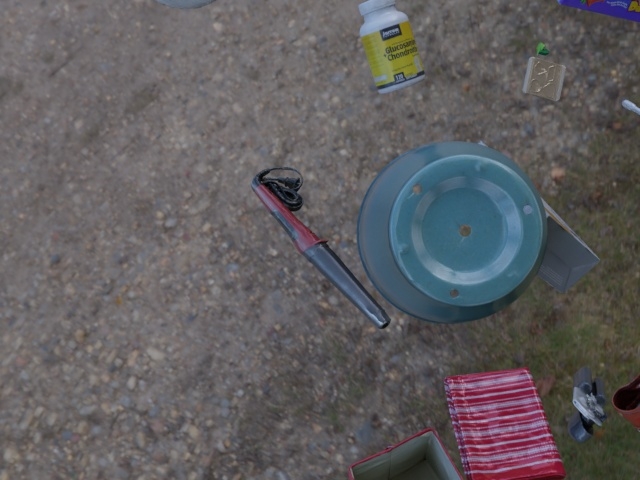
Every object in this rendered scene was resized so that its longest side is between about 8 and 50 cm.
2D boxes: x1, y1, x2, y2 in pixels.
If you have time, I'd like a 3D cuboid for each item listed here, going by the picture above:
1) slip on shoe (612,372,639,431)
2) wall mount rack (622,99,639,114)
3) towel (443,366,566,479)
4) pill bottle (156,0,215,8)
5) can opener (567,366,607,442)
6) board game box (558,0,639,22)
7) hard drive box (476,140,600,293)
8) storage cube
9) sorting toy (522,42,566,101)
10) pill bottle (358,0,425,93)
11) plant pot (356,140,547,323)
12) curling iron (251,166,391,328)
[{"bbox_3d":[0.653,0.240,1.411,0.101,0.331,0.123,26,43,-2],"label":"slip on shoe"},{"bbox_3d":[0.863,-0.205,1.833,0.350,0.130,0.304,6,69,-27],"label":"wall mount rack"},{"bbox_3d":[0.378,0.385,1.619,0.198,0.031,0.275,-6,44,-1],"label":"towel"},{"bbox_3d":[-0.183,-0.370,0.878,0.130,0.130,0.246,-34,47,-1],"label":"pill bottle"},{"bbox_3d":[0.561,0.339,1.654,0.074,0.280,0.093,44,111,10],"label":"can opener"},{"bbox_3d":[0.532,-0.551,1.515,0.233,0.078,0.347,8,42,-14],"label":"board game box"},{"bbox_3d":[0.344,-0.041,1.335,0.089,0.181,0.232,-46,41,15],"label":"hard drive box"},{"bbox_3d":[0.171,0.502,1.456,0.183,0.193,0.215,-23,59,-12],"label":"storage cube"},{"bbox_3d":[0.347,-0.261,1.196,0.062,0.012,0.083,12,89,-12],"label":"sorting toy"},{"bbox_3d":[0.140,-0.399,1.576,0.103,0.103,0.184,-18,102,9],"label":"pill bottle"},{"bbox_3d":[0.178,-0.012,1.035,0.271,0.255,0.272,0,90,5],"label":"plant pot"},{"bbox_3d":[0.000,0.000,0.929,0.068,0.035,0.274,-22,53,-24],"label":"curling iron"}]
